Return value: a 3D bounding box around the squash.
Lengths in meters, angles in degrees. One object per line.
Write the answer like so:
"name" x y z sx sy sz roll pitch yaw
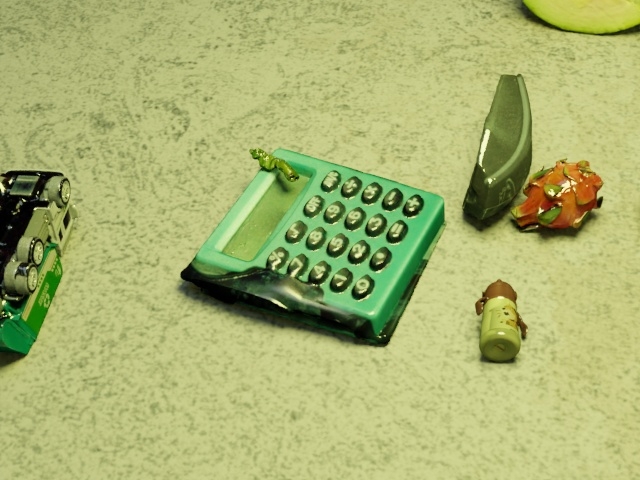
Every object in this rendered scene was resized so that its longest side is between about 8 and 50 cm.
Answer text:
"squash" 0.424 -0.477 1.743 0.233 0.210 0.309 18 54 5

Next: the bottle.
"bottle" 0.206 0.087 1.334 0.047 0.063 0.101 -23 36 28

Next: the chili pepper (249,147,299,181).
"chili pepper" -0.058 -0.099 1.489 0.083 0.022 0.027 32 57 32

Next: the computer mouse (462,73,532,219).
"computer mouse" 0.238 -0.117 1.481 0.071 0.126 0.231 16 47 8

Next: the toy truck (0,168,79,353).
"toy truck" -0.376 0.027 1.410 0.114 0.124 0.253 4 45 9

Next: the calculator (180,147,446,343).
"calculator" 0.000 0.000 1.435 0.274 0.058 0.248 17 51 21

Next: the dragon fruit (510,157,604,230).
"dragon fruit" 0.291 -0.051 1.435 0.116 0.081 0.086 -37 46 4
